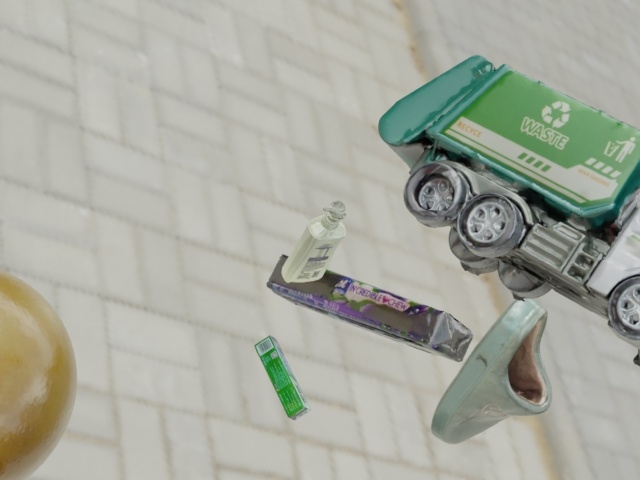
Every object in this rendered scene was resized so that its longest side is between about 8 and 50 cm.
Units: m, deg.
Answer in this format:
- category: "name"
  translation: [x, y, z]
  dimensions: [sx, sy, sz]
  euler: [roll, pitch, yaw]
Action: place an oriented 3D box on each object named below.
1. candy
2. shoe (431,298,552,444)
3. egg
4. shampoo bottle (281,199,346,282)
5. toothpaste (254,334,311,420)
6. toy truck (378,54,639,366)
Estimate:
- category: "candy"
  translation: [0.063, 0.092, 1.864]
  dimensions: [0.088, 0.312, 0.061]
  euler: [32, 79, -50]
- category: "shoe"
  translation: [0.161, 0.129, 1.181]
  dimensions: [0.078, 0.195, 0.079]
  euler: [38, 48, 20]
- category: "egg"
  translation: [-0.422, 0.164, 1.557]
  dimensions: [0.282, 0.283, 0.351]
  euler: [55, 8, 6]
- category: "shampoo bottle"
  translation: [0.000, 0.000, 1.433]
  dimensions: [0.049, 0.141, 0.034]
  euler: [-3, 61, -22]
- category: "toothpaste"
  translation: [-0.036, 0.128, 1.264]
  dimensions: [0.083, 0.020, 0.017]
  euler: [62, 12, 29]
- category: "toy truck"
  translation: [0.150, -0.018, 0.843]
  dimensions: [0.253, 0.124, 0.114]
  euler: [30, -4, 31]
